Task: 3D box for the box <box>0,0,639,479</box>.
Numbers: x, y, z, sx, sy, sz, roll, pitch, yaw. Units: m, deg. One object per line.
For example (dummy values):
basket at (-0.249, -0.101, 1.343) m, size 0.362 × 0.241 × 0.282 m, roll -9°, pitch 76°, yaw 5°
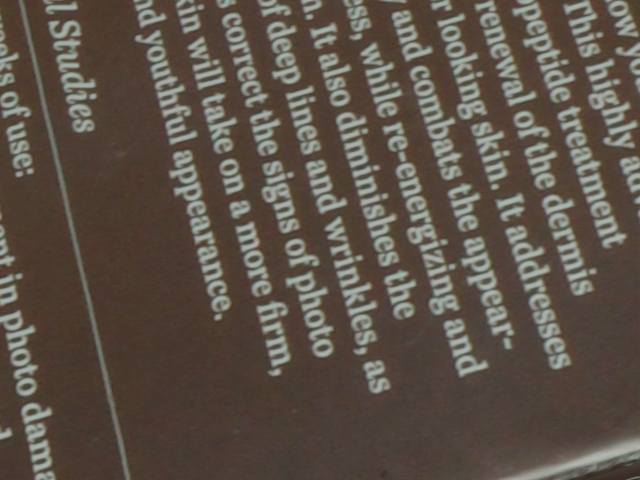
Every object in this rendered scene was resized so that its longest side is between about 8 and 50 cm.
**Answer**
box at (0.000, 0.000, 0.469) m, size 0.381 × 0.143 × 0.191 m, roll -16°, pitch 67°, yaw 2°
